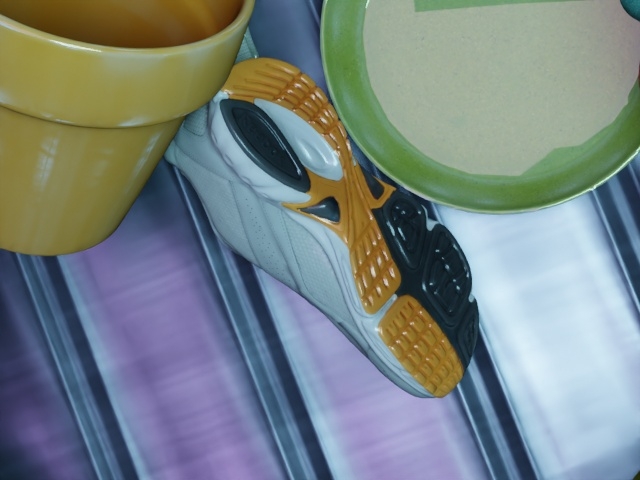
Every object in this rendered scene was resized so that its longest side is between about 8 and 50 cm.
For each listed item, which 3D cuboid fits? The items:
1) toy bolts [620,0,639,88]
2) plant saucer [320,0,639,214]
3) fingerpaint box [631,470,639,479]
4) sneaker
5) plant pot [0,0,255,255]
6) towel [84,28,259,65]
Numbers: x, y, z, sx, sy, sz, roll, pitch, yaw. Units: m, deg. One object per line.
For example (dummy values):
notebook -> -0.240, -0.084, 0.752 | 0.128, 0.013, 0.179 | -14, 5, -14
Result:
toy bolts -> 0.248, -0.128, 0.899 | 0.218, 0.228, 0.158 | -37, 49, 35
plant saucer -> 0.121, -0.137, 0.983 | 0.241, 0.037, 0.241 | 0, 90, 10
fingerpaint box -> 0.186, 0.274, 0.809 | 0.163, 0.371, 0.445 | 39, 97, 8
sneaker -> 0.000, 0.000, 0.990 | 0.099, 0.121, 0.262 | -44, 103, -35
plant pot -> -0.163, -0.100, 0.903 | 0.205, 0.205, 0.188 | 30, 128, 9
towel -> -0.221, -0.207, 0.996 | 0.324, 0.056, 0.312 | -14, 107, 14
